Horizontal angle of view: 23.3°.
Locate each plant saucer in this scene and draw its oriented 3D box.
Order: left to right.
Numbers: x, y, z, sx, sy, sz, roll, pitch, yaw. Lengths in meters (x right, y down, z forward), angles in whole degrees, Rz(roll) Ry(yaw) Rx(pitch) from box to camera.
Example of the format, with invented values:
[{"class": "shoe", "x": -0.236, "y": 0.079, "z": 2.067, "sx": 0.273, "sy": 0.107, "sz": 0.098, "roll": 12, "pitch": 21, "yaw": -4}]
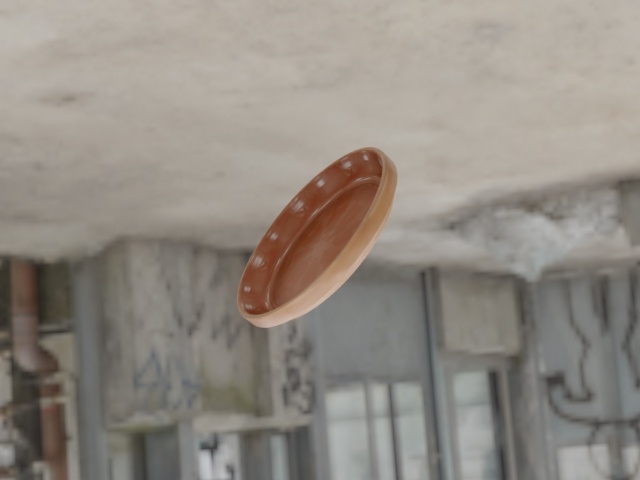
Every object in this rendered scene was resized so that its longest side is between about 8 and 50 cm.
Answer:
[{"class": "plant saucer", "x": 0.000, "y": 0.000, "z": 0.600, "sx": 0.013, "sy": 0.083, "sz": 0.083, "roll": 40, "pitch": 151, "yaw": -19}]
